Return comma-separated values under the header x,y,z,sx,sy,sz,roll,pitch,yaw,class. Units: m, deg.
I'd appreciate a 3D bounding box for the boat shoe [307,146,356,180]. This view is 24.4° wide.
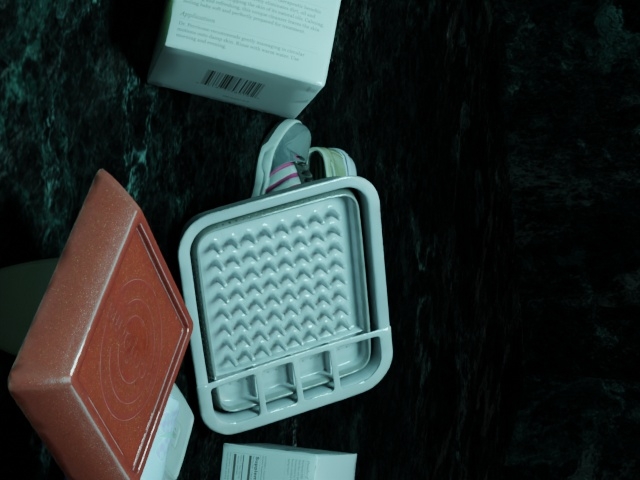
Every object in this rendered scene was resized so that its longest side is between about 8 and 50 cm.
x,y,z,sx,sy,sz,roll,pitch,yaw,class
0.000,0.000,2.309,0.094,0.109,0.302,13,71,-56,boat shoe

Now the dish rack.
x,y,z,sx,sy,sz,roll,pitch,yaw,class
-0.052,0.076,1.967,0.072,0.286,0.332,-135,-146,-55,dish rack

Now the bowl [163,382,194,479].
x,y,z,sx,sy,sz,roll,pitch,yaw,class
-0.200,0.230,1.787,0.142,0.053,0.142,67,31,-51,bowl

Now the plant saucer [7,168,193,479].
x,y,z,sx,sy,sz,roll,pitch,yaw,class
-0.200,0.106,1.458,0.258,0.048,0.259,72,29,-49,plant saucer

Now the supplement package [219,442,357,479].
x,y,z,sx,sy,sz,roll,pitch,yaw,class
-0.053,0.430,2.131,0.204,0.145,0.261,22,73,-71,supplement package

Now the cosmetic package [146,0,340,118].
x,y,z,sx,sy,sz,roll,pitch,yaw,class
-0.068,-0.352,1.739,0.155,0.197,0.365,142,-39,-72,cosmetic package

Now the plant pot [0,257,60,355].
x,y,z,sx,sy,sz,roll,pitch,yaw,class
-0.269,0.070,1.468,0.109,0.096,0.109,18,78,-72,plant pot

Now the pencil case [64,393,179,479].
x,y,z,sx,sy,sz,roll,pitch,yaw,class
-0.233,0.282,1.598,0.124,0.114,0.273,40,55,-57,pencil case

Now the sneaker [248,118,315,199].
x,y,z,sx,sy,sz,roll,pitch,yaw,class
-0.011,-0.053,2.102,0.123,0.178,0.295,70,29,-51,sneaker
